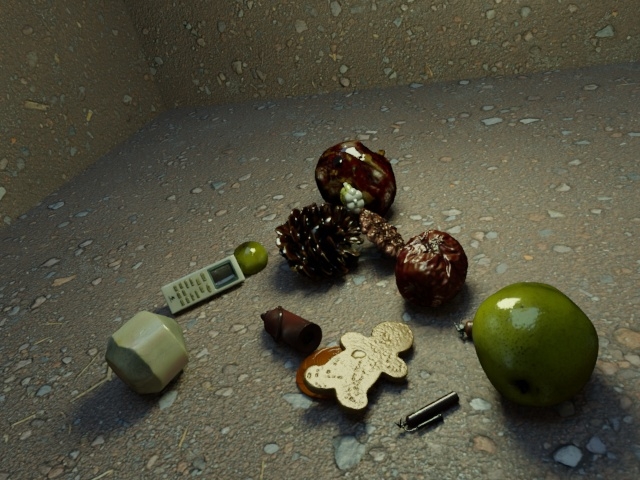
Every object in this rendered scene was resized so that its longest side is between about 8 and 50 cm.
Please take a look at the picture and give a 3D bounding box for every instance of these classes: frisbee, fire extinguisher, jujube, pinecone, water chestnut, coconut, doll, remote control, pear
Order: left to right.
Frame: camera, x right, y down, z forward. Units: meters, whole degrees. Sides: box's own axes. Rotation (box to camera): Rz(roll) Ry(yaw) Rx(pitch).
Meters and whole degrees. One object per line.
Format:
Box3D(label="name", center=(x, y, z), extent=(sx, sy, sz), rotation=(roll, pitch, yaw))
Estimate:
Box3D(label="coconut", center=(-0.496, 0.324, 1.630), extent=(0.241, 0.241, 0.241), rotation=(-11, 32, 7))
Box3D(label="remote control", center=(-0.411, 0.153, 1.948), extent=(0.277, 0.103, 0.055), rotation=(-25, -3, -15))
Box3D(label="pear", center=(-0.267, 0.056, 2.049), extent=(0.140, 0.104, 0.141), rotation=(-9, 29, 5))
Box3D(label="pinecone", center=(0.001, -0.005, 1.892), extent=(0.295, 0.242, 0.298), rotation=(-11, 40, 17))
Box3D(label="frisbee", center=(0.023, 0.354, 1.525), extent=(0.191, 0.035, 0.192), rotation=(-11, 31, 7))
Box3D(label="doll", center=(0.105, -0.143, 1.900), extent=(0.062, 0.106, 0.162), rotation=(-21, 14, -5))
Box3D(label="water chestnut", center=(0.152, -0.244, 2.113), extent=(0.335, 0.335, 0.347), rotation=(21, 64, 44))
Box3D(label="fire extinguisher", center=(0.260, 0.419, 1.330), extent=(0.173, 0.035, 0.049), rotation=(-23, 71, -13))
Box3D(label="jujube", center=(0.334, 0.088, 1.661), extent=(0.212, 0.213, 0.232), rotation=(5, 42, 29))
Box3D(label="fire extinguisher", center=(0.450, 0.237, 1.507), extent=(0.177, 0.050, 0.062), rotation=(-3, 53, 18))
Box3D(label="pear", center=(0.492, 0.239, 1.287), extent=(0.294, 0.294, 0.294), rotation=(-11, 32, 7))

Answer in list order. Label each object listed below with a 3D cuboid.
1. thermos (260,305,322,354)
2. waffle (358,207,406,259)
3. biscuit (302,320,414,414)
Box3D(label="thermos", center=(-0.099, 0.259, 1.665), extent=(0.124, 0.099, 0.232), rotation=(10, 4, -40))
Box3D(label="waffle", center=(0.212, -0.021, 1.885), extent=(0.055, 0.221, 0.234), rotation=(-47, 33, 22))
Box3D(label="biscuit", center=(0.128, 0.328, 1.482), extent=(0.215, 0.047, 0.339), rotation=(26, 44, 29))
